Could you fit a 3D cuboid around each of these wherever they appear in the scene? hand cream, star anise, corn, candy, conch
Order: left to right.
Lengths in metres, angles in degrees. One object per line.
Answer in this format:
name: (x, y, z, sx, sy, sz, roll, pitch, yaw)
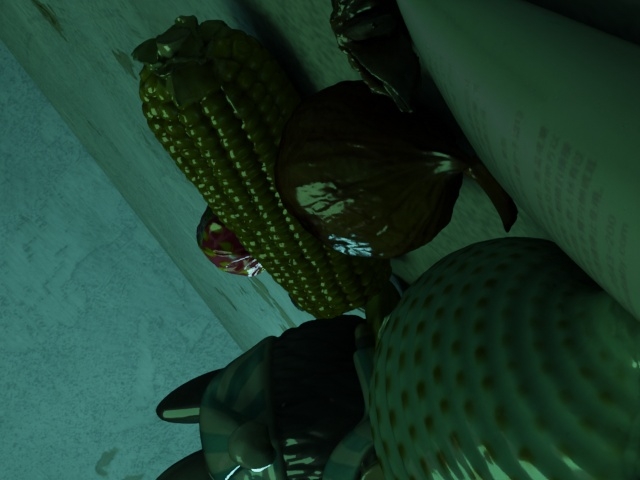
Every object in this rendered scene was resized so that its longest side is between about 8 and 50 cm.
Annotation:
corn: (-0.043, -0.059, 1.065, 0.144, 0.144, 0.387, 32, 163, 53)
candy: (-0.019, 0.042, 1.421, 0.365, 0.124, 0.124, 29, 160, 30)
star anise: (0.032, -0.154, 0.696, 0.124, 0.056, 0.129, -101, -9, -69)
hand cream: (0.144, -0.047, 0.551, 0.185, 0.118, 0.359, 51, 179, -34)
conch: (0.173, 0.138, 0.658, 0.303, 0.215, 0.319, 33, -177, -6)

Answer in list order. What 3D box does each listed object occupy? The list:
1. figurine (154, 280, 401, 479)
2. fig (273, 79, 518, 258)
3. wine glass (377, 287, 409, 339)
figurine: (-0.023, 0.263, 1.217, 0.266, 0.377, 0.361, 59, -165, -17)
fig: (0.059, -0.055, 0.766, 0.146, 0.134, 0.201, 8, 175, -27)
wine glass: (0.145, 0.127, 1.032, 0.183, 0.122, 0.122, 44, 167, 36)
